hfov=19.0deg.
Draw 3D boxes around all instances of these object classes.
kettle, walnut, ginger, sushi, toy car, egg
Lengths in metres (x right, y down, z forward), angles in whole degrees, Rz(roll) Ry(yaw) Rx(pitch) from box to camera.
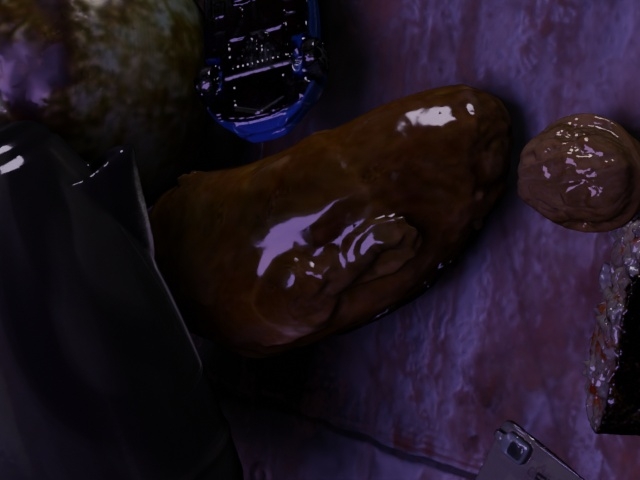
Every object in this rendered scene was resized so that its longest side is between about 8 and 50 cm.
[{"bbox_3d":[-0.251,0.077,1.379,0.320,0.228,0.324,-17,104,7],"label":"kettle"},{"bbox_3d":[0.184,-0.046,1.315,0.096,0.079,0.083,5,98,38],"label":"walnut"},{"bbox_3d":[0.000,0.000,1.418,0.321,0.165,0.172,-18,47,29],"label":"ginger"},{"bbox_3d":[0.221,0.059,1.282,0.078,0.090,0.150,8,110,-3],"label":"sushi"},{"bbox_3d":[-0.041,-0.169,1.460,0.103,0.063,0.216,-13,63,19],"label":"toy car"},{"bbox_3d":[-0.221,-0.126,1.523,0.289,0.238,0.238,0,94,19],"label":"egg"}]

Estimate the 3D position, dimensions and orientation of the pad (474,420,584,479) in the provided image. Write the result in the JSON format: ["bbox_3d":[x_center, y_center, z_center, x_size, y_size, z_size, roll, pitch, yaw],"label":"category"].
[{"bbox_3d":[0.140,0.284,1.426,0.159,0.009,0.265,37,116,30],"label":"pad"}]
